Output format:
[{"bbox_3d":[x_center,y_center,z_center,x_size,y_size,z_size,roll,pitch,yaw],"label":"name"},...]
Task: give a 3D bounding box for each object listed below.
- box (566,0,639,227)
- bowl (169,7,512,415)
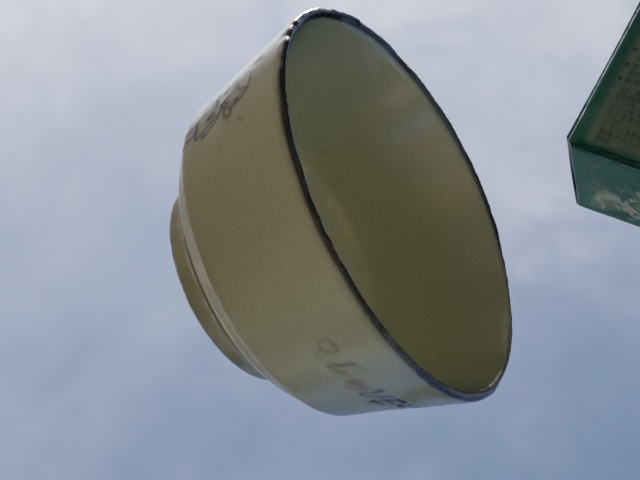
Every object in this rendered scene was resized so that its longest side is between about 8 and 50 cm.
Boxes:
[{"bbox_3d":[0.319,-0.068,1.332,0.244,0.092,0.153,21,-113,24],"label":"box"},{"bbox_3d":[0.000,0.000,1.060,0.126,0.237,0.238,-25,-121,24],"label":"bowl"}]
